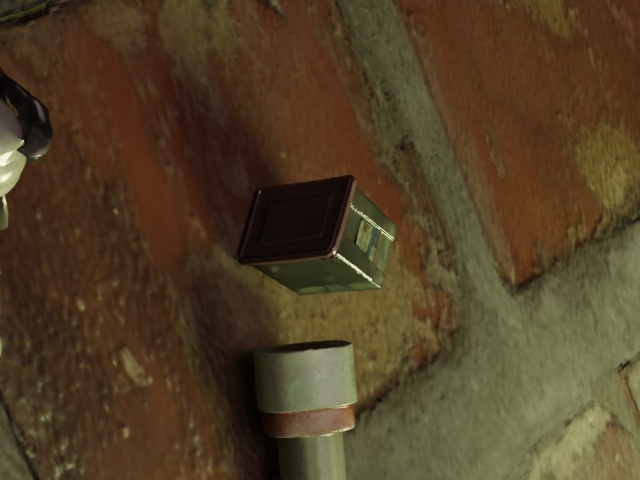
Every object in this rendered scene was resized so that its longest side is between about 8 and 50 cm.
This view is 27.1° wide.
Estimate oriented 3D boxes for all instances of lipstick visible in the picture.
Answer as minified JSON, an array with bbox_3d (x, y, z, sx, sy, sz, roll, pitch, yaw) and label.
[{"bbox_3d":[-0.005,0.160,0.856,0.063,0.057,0.186,-4,91,-15],"label":"lipstick"}]

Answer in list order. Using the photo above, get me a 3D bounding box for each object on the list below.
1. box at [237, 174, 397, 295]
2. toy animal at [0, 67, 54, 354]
[{"bbox_3d":[0.000,0.000,0.870,0.063,0.085,0.060,37,58,-41],"label":"box"},{"bbox_3d":[-0.257,0.031,0.528,0.247,0.183,0.310,55,43,-8],"label":"toy animal"}]
